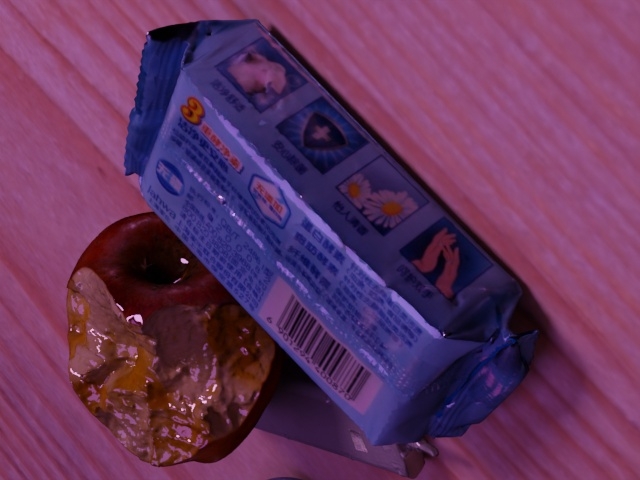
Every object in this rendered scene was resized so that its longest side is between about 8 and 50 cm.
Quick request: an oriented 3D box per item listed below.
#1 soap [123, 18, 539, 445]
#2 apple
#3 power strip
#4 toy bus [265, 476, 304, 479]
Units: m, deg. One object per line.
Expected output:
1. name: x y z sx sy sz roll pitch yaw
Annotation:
1. soap: 0.000 0.000 0.983 0.293 0.077 0.156 47 147 11
2. apple: -0.097 0.068 1.116 0.156 0.147 0.158 8 125 11
3. power strip: -0.001 0.121 1.147 0.252 0.027 0.060 10 126 50
4. toy bus: -0.028 0.341 1.197 0.294 0.232 0.197 29 140 37
